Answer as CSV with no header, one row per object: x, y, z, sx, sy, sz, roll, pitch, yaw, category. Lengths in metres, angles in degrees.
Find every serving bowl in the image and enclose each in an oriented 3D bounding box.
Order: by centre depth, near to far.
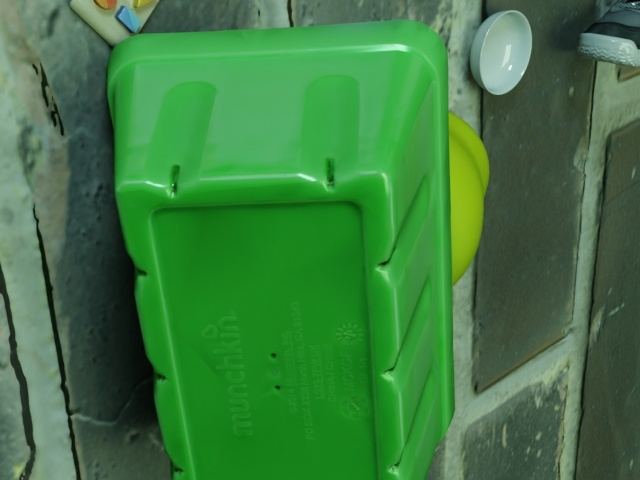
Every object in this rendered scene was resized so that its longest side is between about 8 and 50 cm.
0.175,-0.189,1.021,0.083,0.027,0.083,-22,123,-38,serving bowl

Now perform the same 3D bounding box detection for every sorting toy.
-0.145,-0.177,0.708,0.062,0.012,0.083,-57,138,-9,sorting toy

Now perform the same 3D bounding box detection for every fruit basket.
0.000,0.000,0.813,0.392,0.282,0.392,-2,90,-85,fruit basket

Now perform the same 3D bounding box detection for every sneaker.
0.368,-0.282,1.129,0.268,0.101,0.153,-24,124,-44,sneaker
